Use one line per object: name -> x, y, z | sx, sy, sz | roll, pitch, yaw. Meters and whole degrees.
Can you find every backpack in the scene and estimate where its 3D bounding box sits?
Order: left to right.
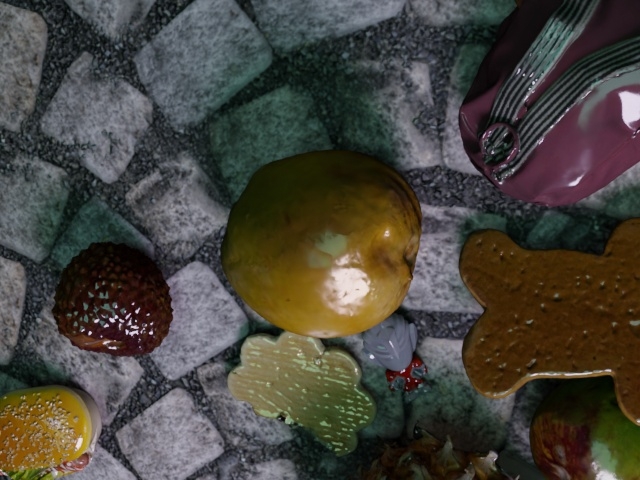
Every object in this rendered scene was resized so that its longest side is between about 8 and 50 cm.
backpack -> 0.319, -0.198, 0.808 | 0.317, 0.197, 0.283 | -45, 67, 20

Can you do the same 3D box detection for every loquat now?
loquat -> 0.000, 0.000, 0.895 | 0.283, 0.276, 0.276 | 15, 103, 13

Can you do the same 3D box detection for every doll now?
doll -> 0.118, 0.177, 0.993 | 0.094, 0.079, 0.180 | -28, 106, 1

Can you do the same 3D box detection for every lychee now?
lychee -> -0.336, 0.093, 1.035 | 0.188, 0.188, 0.188 | 2, 100, 13

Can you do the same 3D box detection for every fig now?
fig -> 0.392, 0.278, 0.898 | 0.181, 0.181, 0.191 | 33, 81, 5

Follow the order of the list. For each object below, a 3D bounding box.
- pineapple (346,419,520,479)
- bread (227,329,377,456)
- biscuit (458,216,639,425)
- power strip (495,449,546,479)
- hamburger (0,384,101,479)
pineapple -> 0.139, 0.464, 0.882 | 0.352, 0.300, 0.353 | 24, 128, 33
bread -> -0.024, 0.238, 1.051 | 0.250, 0.039, 0.182 | 27, 104, 7
biscuit -> 0.405, 0.108, 0.850 | 0.431, 0.064, 0.283 | -3, 68, 20
power strip -> 0.429, 0.457, 0.960 | 0.385, 0.091, 0.062 | 31, 108, 6
hamburger -> -0.500, 0.348, 1.141 | 0.210, 0.116, 0.173 | -8, 95, 14
